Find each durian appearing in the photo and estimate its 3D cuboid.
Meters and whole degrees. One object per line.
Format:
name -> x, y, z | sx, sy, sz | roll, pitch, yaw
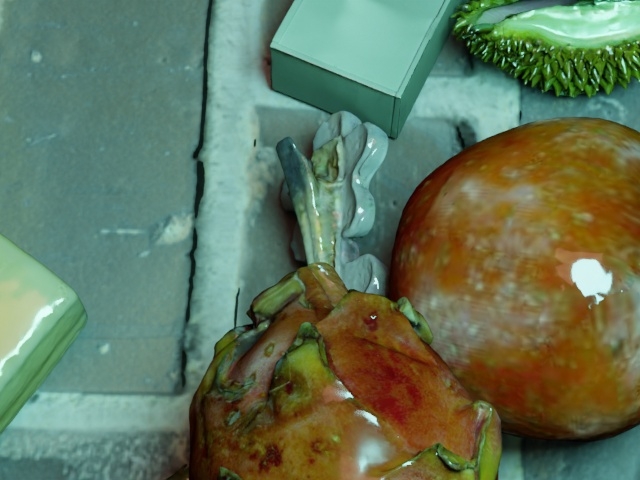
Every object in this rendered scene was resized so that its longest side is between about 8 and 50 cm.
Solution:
durian -> 0.223, -0.180, 1.490 | 0.220, 0.137, 0.096 | 1, 103, -8

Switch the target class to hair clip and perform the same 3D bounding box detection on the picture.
hair clip -> 0.006, 0.002, 1.384 | 0.075, 0.146, 0.257 | 14, 61, -40

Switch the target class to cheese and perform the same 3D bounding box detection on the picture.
cheese -> -0.366, 0.090, 1.348 | 0.242, 0.124, 0.265 | 33, 69, 11

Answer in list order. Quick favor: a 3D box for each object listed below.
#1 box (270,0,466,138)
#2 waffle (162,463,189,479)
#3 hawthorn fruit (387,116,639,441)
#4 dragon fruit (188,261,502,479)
box -> 0.059, -0.223, 1.515 | 0.129, 0.086, 0.225 | 23, 67, 10
waffle -> -0.067, 0.313, 1.268 | 0.317, 0.073, 0.297 | -39, 69, -19
hawthorn fruit -> 0.191, 0.029, 1.296 | 0.284, 0.284, 0.284 | 0, 64, 0
dragon fruit -> 0.013, 0.175, 1.164 | 0.250, 0.250, 0.315 | -28, 49, -13
